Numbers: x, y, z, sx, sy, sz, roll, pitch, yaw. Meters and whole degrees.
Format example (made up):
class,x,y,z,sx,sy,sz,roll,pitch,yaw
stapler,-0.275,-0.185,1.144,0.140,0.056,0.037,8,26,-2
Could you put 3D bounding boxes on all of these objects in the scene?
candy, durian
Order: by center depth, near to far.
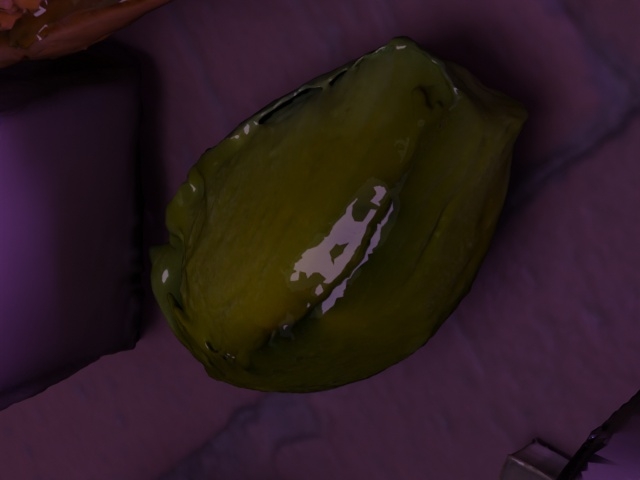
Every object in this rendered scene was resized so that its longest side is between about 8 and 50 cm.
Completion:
class,x,y,z,sx,sy,sz,roll,pitch,yaw
durian,0.000,0.000,0.856,0.250,0.101,0.139,-43,45,42
candy,-0.183,-0.008,0.924,0.137,0.195,0.185,15,115,29

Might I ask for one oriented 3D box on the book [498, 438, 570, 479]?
class,x,y,z,sx,sy,sz,roll,pitch,yaw
book,0.190,0.243,0.871,0.282,0.025,0.215,26,123,23

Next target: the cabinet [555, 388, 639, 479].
class,x,y,z,sx,sy,sz,roll,pitch,yaw
cabinet,0.199,0.260,0.711,0.290,0.227,0.318,23,121,23

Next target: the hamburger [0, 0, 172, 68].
class,x,y,z,sx,sy,sz,roll,pitch,yaw
hamburger,-0.134,-0.227,0.792,0.318,0.158,0.318,4,96,41
